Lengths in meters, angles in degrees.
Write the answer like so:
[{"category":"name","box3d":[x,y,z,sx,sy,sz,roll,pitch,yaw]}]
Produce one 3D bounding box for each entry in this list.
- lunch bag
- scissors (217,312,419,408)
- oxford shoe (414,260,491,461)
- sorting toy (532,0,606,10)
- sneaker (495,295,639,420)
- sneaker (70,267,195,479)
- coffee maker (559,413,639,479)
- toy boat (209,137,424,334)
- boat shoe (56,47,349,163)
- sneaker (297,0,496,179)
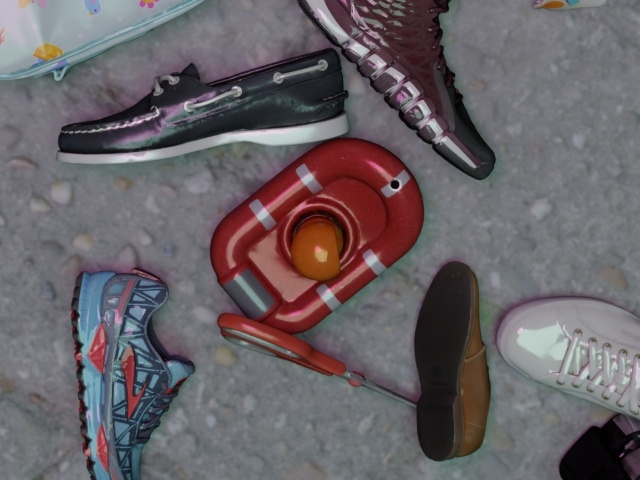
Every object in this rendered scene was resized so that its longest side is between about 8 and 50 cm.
[{"category":"lunch bag","box3d":[-0.247,-0.286,1.589,0.279,0.108,0.224,-22,105,3]},{"category":"scissors","box3d":[0.025,0.141,1.694,0.297,0.109,0.021,23,75,-8]},{"category":"oxford shoe","box3d":[0.149,0.128,1.724,0.076,0.076,0.212,0,95,-41]},{"category":"sorting toy","box3d":[0.268,-0.273,1.657,0.075,0.045,0.083,6,102,-24]},{"category":"sneaker","box3d":[0.332,0.135,1.699,0.290,0.123,0.106,14,103,-4]},{"category":"sneaker","box3d":[-0.192,0.160,1.687,0.125,0.104,0.262,-4,102,-4]},{"category":"coffee maker","box3d":[0.315,0.272,1.697,0.171,0.178,0.120,-24,101,0]},{"category":"toy boat","box3d":[0.000,0.000,1.638,0.231,0.151,0.151,-39,101,5]},{"category":"boat shoe","box3d":[-0.122,-0.136,1.630,0.302,0.114,0.091,-10,103,-13]},{"category":"sneaker","box3d":[0.118,-0.205,1.628,0.162,0.106,0.281,-43,100,3]}]
